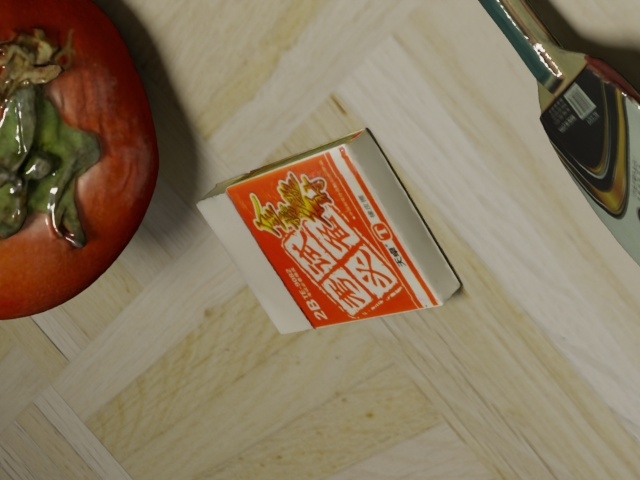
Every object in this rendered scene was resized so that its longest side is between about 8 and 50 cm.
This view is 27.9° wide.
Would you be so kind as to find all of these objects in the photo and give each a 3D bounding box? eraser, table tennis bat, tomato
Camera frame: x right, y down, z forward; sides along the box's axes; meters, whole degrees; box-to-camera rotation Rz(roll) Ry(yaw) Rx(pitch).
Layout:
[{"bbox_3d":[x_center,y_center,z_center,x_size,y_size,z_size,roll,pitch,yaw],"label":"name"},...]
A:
[{"bbox_3d":[0.000,0.000,1.124,0.230,0.038,0.157,-15,111,51],"label":"eraser"},{"bbox_3d":[0.173,-0.081,0.826,0.301,0.022,0.173,55,172,5],"label":"table tennis bat"},{"bbox_3d":[-0.311,-0.093,1.130,0.321,0.321,0.321,28,140,26],"label":"tomato"}]
